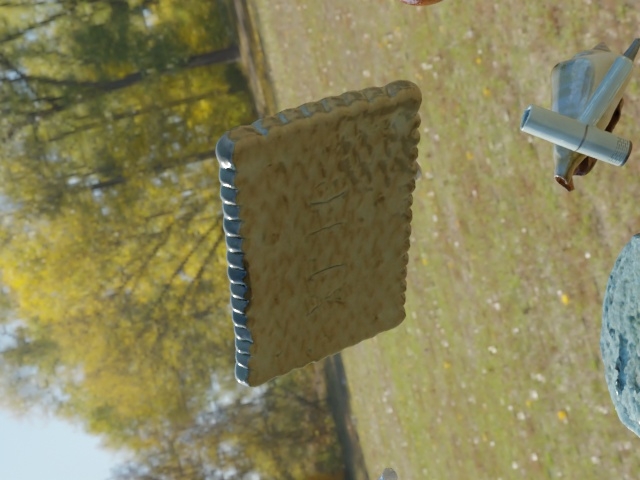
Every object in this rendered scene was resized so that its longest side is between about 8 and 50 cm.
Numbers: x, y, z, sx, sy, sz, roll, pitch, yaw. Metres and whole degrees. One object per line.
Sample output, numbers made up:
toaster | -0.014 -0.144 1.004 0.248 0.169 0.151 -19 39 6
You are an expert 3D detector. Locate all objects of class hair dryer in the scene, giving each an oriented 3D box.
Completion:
hair dryer | 0.381 -0.213 1.313 0.044 0.155 0.183 -108 37 -83

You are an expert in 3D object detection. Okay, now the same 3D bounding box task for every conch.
conch | 0.430 -0.220 1.590 0.255 0.127 0.158 -61 -23 -9

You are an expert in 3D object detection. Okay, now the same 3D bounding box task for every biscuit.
biscuit | 0.000 0.000 0.950 0.044 0.217 0.324 47 149 41

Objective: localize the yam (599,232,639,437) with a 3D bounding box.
yam | 0.431 0.125 0.918 0.202 0.271 0.201 -104 23 -60

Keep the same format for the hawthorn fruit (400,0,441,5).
hawthorn fruit | 0.142 -0.487 1.566 0.185 0.202 0.185 -168 90 -75

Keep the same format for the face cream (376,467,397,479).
face cream | 0.069 0.325 1.135 0.034 0.034 0.130 -107 24 -52

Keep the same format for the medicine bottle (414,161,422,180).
medicine bottle | 0.109 -0.094 1.445 0.052 0.089 0.052 49 178 2
